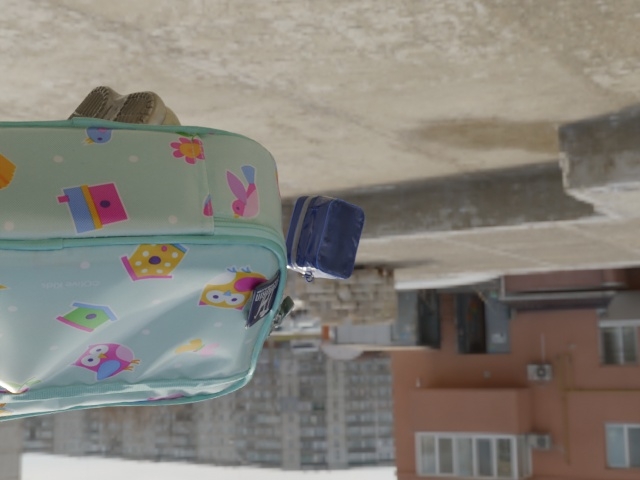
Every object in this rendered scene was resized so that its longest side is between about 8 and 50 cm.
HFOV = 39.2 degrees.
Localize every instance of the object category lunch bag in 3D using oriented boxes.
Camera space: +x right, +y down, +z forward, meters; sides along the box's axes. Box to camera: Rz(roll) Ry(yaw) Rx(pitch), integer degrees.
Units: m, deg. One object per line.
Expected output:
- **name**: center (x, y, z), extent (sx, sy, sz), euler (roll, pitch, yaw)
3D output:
- **lunch bag**: center (-0.158, 0.032, 0.587), extent (0.279, 0.108, 0.224), euler (0, 140, -17)
- **lunch bag**: center (0.000, 0.000, 1.020), extent (0.065, 0.099, 0.067), euler (7, 169, 44)

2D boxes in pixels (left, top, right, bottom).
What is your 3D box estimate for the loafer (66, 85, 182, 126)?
- **loafer**: center (-0.255, -0.133, 1.149), extent (0.092, 0.102, 0.268), euler (45, 164, -32)
